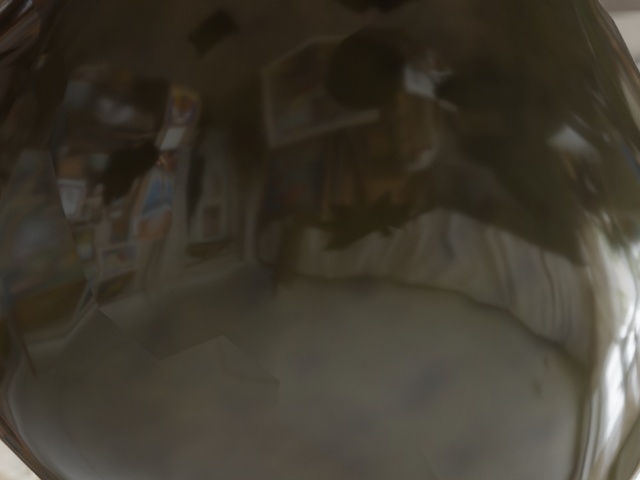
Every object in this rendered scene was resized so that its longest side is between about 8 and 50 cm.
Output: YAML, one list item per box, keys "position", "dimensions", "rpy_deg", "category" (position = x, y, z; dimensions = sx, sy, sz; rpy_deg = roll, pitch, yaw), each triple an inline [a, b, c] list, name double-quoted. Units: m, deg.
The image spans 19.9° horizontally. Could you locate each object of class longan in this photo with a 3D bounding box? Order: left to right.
- position: [0.000, 0.000, 0.911]
  dimensions: [0.404, 0.404, 0.336]
  rpy_deg: [3, 173, -33]
  category: "longan"
